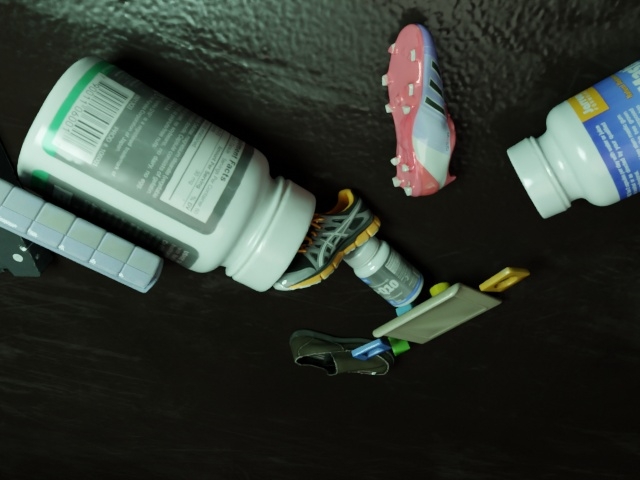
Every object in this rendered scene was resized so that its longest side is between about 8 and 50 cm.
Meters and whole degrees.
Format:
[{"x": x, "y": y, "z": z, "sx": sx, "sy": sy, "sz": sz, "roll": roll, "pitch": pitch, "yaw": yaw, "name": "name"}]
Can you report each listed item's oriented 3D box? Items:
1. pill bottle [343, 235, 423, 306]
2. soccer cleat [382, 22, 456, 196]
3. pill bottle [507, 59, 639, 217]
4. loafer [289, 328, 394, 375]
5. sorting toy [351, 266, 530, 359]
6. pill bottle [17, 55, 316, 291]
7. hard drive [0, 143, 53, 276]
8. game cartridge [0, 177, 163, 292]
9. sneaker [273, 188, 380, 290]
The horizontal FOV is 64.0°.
[{"x": 0.107, "y": 0.048, "z": 0.883, "sx": 0.137, "sy": 0.078, "sz": 0.078, "roll": 40, "pitch": 122, "yaw": -23, "name": "pill bottle"}, {"x": 0.147, "y": -0.176, "z": 0.716, "sx": 0.095, "sy": 0.083, "sz": 0.248, "roll": -19, "pitch": 124, "yaw": -17, "name": "soccer cleat"}, {"x": 0.395, "y": -0.139, "z": 0.662, "sx": 0.272, "sy": 0.152, "sz": 0.152, "roll": -28, "pitch": 120, "yaw": 24, "name": "pill bottle"}, {"x": 0.041, "y": 0.246, "z": 1.045, "sx": 0.220, "sy": 0.078, "sz": 0.080, "roll": 10, "pitch": 128, "yaw": -2, "name": "loafer"}, {"x": 0.210, "y": 0.125, "z": 0.922, "sx": 0.348, "sy": 0.047, "sz": 0.196, "roll": -36, "pitch": 148, "yaw": 28, "name": "sorting toy"}, {"x": -0.202, "y": -0.079, "z": 0.734, "sx": 0.361, "sy": 0.204, "sz": 0.204, "roll": 30, "pitch": 125, "yaw": -16, "name": "pill bottle"}, {"x": -0.629, "y": -0.084, "z": 0.862, "sx": 0.237, "sy": 0.064, "sz": 0.338, "roll": 0, "pitch": 129, "yaw": 5, "name": "hard drive"}, {"x": -0.351, "y": -0.001, "z": 0.760, "sx": 0.230, "sy": 0.068, "sz": 0.355, "roll": 33, "pitch": 169, "yaw": -16, "name": "game cartridge"}, {"x": 0.000, "y": 0.000, "z": 0.804, "sx": 0.084, "sy": 0.215, "sz": 0.083, "roll": -3, "pitch": 123, "yaw": 54, "name": "sneaker"}]
